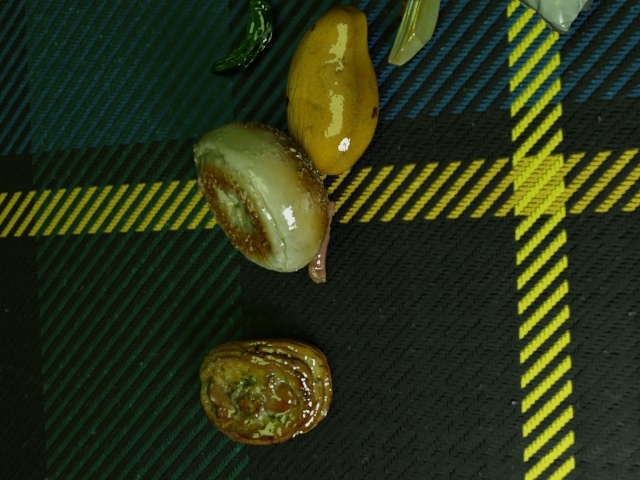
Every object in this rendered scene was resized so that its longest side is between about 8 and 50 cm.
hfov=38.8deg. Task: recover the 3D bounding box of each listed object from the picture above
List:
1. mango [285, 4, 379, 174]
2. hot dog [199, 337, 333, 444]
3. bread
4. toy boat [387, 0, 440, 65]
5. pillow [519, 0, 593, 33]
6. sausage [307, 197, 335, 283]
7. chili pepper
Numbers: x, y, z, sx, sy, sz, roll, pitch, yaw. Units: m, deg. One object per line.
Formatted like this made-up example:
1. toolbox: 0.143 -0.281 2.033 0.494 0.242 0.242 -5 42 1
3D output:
1. mango: 0.024 -0.261 1.608 0.177 0.120 0.295 10 95 33
2. hot dog: -0.118 0.275 1.695 0.272 0.122 0.196 -5 96 24
3. bread: -0.098 -0.085 1.602 0.158 0.305 0.305 -37 72 -21
4. toy boat: 0.161 -0.385 1.568 0.066 0.065 0.172 26 103 45
5. pillow: 0.354 -0.522 1.432 0.310 0.138 0.283 41 99 17
6. sausage: 0.000 0.000 1.672 0.042 0.036 0.158 14 99 59
7. chili pepper: -0.141 -0.373 1.719 0.073 0.050 0.182 44 112 10
